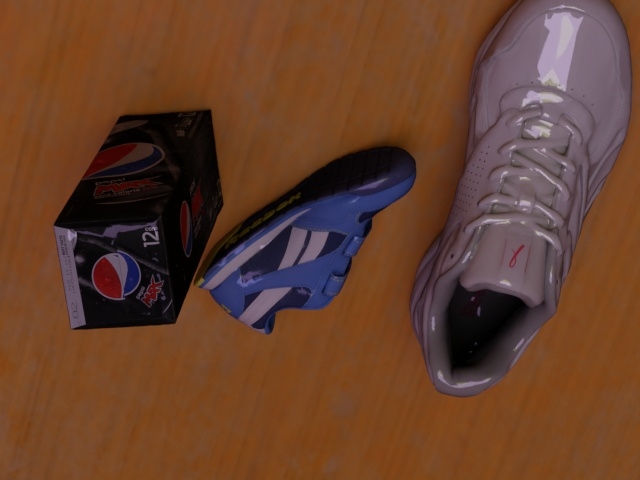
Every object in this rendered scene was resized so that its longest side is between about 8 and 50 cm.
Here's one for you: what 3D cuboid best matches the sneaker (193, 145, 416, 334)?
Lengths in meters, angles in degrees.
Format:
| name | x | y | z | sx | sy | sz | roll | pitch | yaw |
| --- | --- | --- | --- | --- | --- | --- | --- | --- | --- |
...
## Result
| name | x | y | z | sx | sy | sz | roll | pitch | yaw |
| --- | --- | --- | --- | --- | --- | --- | --- | --- | --- |
| sneaker | 0.000 | 0.000 | 0.961 | 0.144 | 0.053 | 0.059 | -33 | 105 | 25 |

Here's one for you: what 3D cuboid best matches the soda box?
| name | x | y | z | sx | sy | sz | roll | pitch | yaw |
| --- | --- | --- | --- | --- | --- | --- | --- | --- | --- |
| soda box | -0.089 | -0.015 | 0.899 | 0.053 | 0.169 | 0.060 | -4 | 111 | 6 |

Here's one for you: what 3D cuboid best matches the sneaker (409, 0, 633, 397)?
| name | x | y | z | sx | sy | sz | roll | pitch | yaw |
| --- | --- | --- | --- | --- | --- | --- | --- | --- | --- |
| sneaker | 0.108 | -0.017 | 0.909 | 0.090 | 0.115 | 0.232 | 13 | 112 | 0 |
